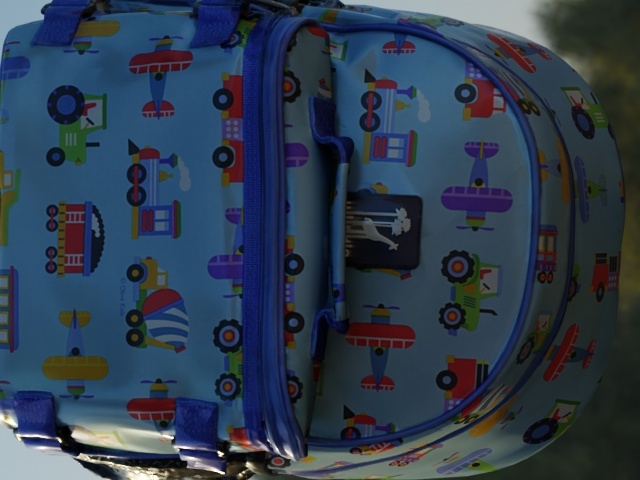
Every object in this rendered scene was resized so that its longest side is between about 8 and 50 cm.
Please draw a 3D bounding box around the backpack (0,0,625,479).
[{"bbox_3d":[0.000,0.000,0.590,0.117,0.173,0.158,12,-97,-74],"label":"backpack"}]
